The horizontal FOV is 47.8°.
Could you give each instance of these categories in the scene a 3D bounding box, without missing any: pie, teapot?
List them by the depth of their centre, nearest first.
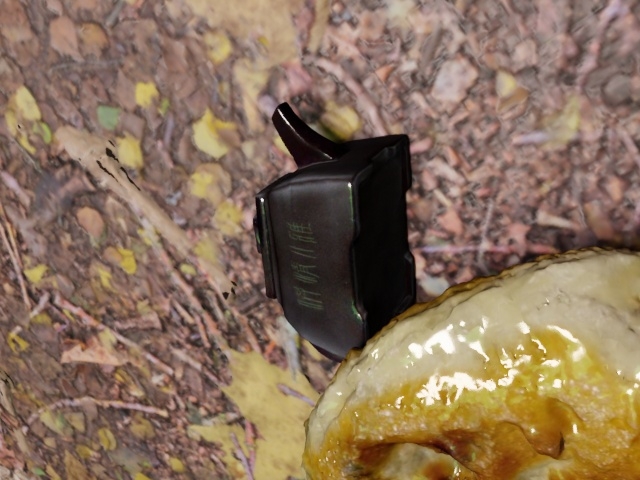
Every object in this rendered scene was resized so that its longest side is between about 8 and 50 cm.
[{"bbox_3d":[0.134,0.146,0.424,0.314,0.092,0.315,4,124,6],"label":"pie"},{"bbox_3d":[0.000,0.000,0.460,0.096,0.087,0.177,6,117,26],"label":"teapot"}]
